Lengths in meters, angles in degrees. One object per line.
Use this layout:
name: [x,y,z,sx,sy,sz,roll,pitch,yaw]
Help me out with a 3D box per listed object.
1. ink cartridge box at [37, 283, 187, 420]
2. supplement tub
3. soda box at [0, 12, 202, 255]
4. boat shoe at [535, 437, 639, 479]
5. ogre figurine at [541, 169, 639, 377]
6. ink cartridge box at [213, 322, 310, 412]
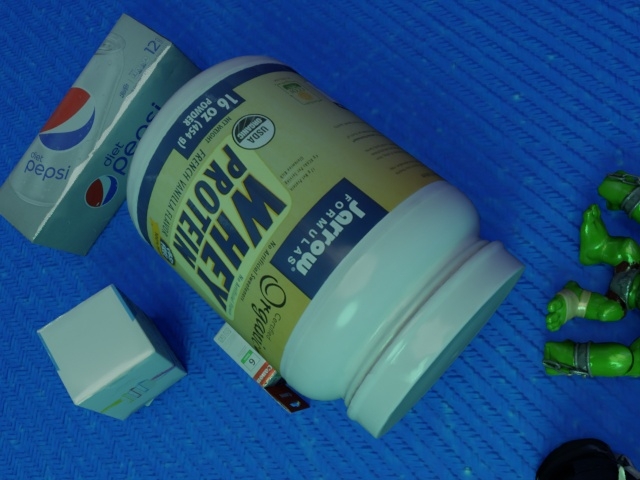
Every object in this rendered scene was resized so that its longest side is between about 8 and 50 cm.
ink cartridge box: [-0.218,0.127,0.641,0.090,0.143,0.092,-35,70,-11]
supplement tub: [0.000,0.000,0.547,0.316,0.228,0.228,40,92,21]
soda box: [-0.269,-0.126,0.726,0.091,0.098,0.286,36,91,21]
boat shoe: [0.278,0.323,0.431,0.127,0.158,0.340,-34,71,8]
ogre figurine: [0.285,0.040,0.528,0.118,0.097,0.197,17,68,37]
ink cartridge box: [-0.054,0.132,0.623,0.115,0.063,0.029,39,93,20]
